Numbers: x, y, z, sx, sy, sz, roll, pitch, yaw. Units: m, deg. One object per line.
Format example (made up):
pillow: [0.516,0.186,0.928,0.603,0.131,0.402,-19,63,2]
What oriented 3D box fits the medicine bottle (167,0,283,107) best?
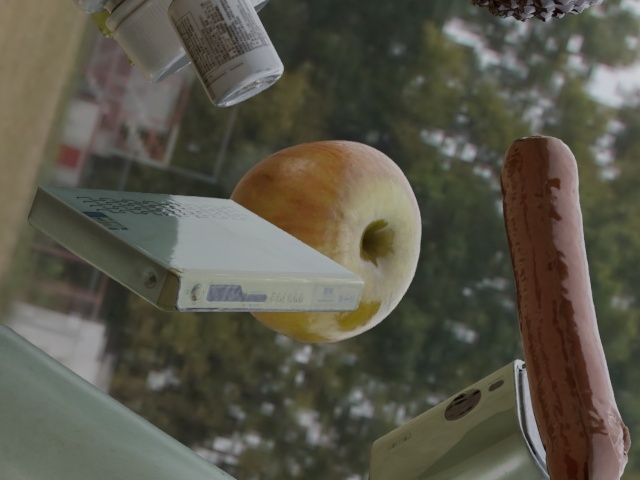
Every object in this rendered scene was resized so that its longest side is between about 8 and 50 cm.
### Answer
medicine bottle: [-0.099,-0.205,1.589,0.140,0.079,0.079,62,-16,5]

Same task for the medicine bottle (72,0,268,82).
medicine bottle: [-0.224,-0.366,1.898,0.208,0.339,0.208,-36,-176,3]

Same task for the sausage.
sausage: [0.258,0.081,1.773,0.094,0.094,0.419,130,-42,-57]

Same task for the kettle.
kettle: [-0.161,0.269,1.356,0.250,0.377,0.361,-61,157,-4]

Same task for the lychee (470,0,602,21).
lychee: [0.191,-0.269,1.308,0.188,0.188,0.188,-164,-90,-82]

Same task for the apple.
apple: [0.000,0.000,2.250,0.233,0.286,0.286,3,-108,41]

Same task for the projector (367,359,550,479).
projector: [0.231,0.347,2.221,0.249,0.248,0.248,-32,-160,18]

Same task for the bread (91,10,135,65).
bread: [-0.287,-0.334,2.240,0.088,0.049,0.226,-71,141,-57]

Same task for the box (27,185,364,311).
box: [-0.111,0.010,1.497,0.270,0.211,0.045,2,113,-55]
